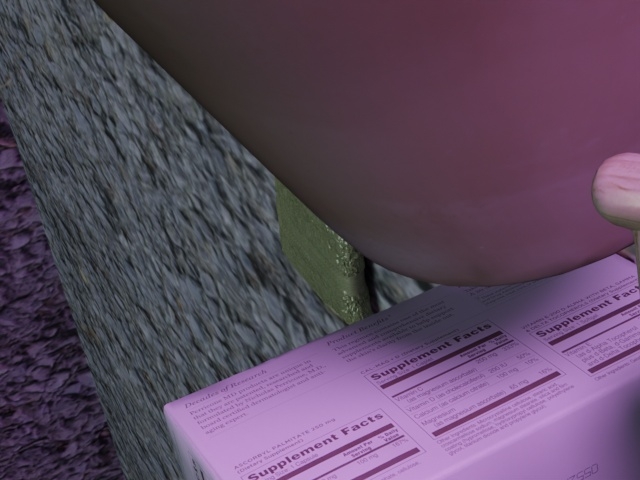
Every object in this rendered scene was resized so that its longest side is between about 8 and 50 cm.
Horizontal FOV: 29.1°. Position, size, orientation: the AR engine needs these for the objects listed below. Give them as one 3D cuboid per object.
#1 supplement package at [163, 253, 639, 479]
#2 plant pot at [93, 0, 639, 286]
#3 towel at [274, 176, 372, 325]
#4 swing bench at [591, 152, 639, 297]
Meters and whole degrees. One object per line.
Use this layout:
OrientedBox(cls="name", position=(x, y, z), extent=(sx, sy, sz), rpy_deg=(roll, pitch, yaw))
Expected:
OrientedBox(cls="supplement package", position=(0.080, 0.148, 0.663), extent=(0.145, 0.261, 0.204), rpy_deg=(38, 145, 55))
OrientedBox(cls="plant pot", position=(0.043, -0.143, 0.455), extent=(0.323, 0.323, 0.280), rpy_deg=(43, 166, 50))
OrientedBox(cls="towel", position=(0.000, 0.000, 1.072), extent=(0.148, 0.027, 0.110), rpy_deg=(46, 151, 49))
OrientedBox(cls="swing bench", position=(0.212, 0.101, 0.275), extent=(0.254, 0.165, 0.253), rpy_deg=(30, 137, 59))
